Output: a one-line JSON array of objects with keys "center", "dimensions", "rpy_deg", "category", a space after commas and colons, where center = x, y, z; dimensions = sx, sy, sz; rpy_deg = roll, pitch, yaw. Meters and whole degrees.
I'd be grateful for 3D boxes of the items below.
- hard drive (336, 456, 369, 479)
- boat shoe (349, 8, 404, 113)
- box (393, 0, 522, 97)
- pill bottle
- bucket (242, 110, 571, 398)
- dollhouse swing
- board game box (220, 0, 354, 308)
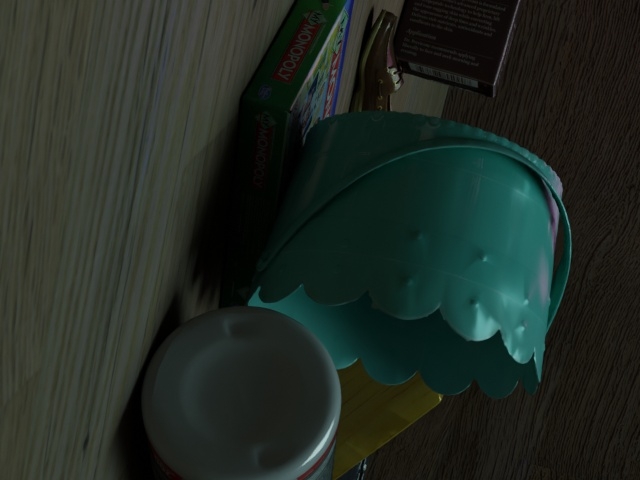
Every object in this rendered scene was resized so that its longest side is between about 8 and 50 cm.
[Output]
[{"center": [-0.018, 0.455, 2.367], "dimensions": [0.237, 0.064, 0.338], "rpy_deg": [35, 69, -62], "category": "hard drive"}, {"center": [0.082, -0.221, 1.853], "dimensions": [0.064, 0.060, 0.178], "rpy_deg": [-65, 169, -51], "category": "boat shoe"}, {"center": [0.220, -0.345, 2.189], "dimensions": [0.167, 0.169, 0.203], "rpy_deg": [7, 100, -83], "category": "box"}, {"center": [-0.068, 0.187, 1.237], "dimensions": [0.283, 0.161, 0.161], "rpy_deg": [95, 14, -60], "category": "pill bottle"}, {"center": [0.083, 0.016, 1.255], "dimensions": [0.281, 0.281, 0.183], "rpy_deg": [83, 20, -73], "category": "bucket"}, {"center": [0.016, 0.080, 1.839], "dimensions": [0.315, 0.305, 0.347], "rpy_deg": [-39, -173, 19], "category": "dollhouse swing"}, {"center": [-0.035, -0.073, 1.364], "dimensions": [0.317, 0.046, 0.213], "rpy_deg": [100, 11, -45], "category": "board game box"}]
